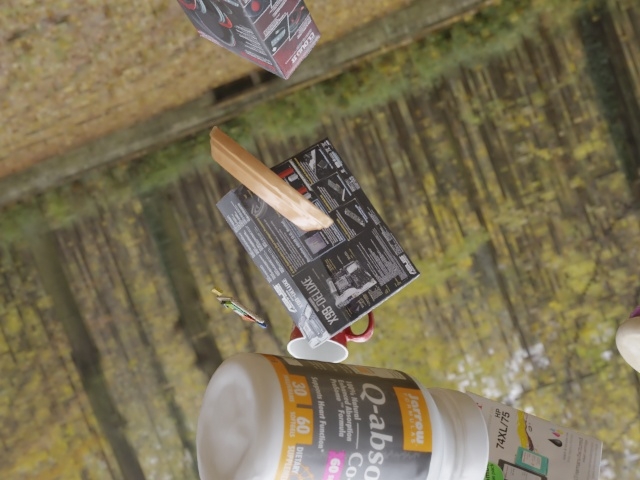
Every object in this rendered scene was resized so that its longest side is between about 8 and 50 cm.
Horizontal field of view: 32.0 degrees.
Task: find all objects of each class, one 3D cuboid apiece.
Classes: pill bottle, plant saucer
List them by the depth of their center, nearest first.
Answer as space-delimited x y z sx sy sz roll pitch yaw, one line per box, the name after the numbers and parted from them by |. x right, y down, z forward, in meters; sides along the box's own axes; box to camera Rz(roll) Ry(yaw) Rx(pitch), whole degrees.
0.026 0.207 1.157 0.278 0.162 0.162 10 168 -29 | pill bottle
-0.071 -0.074 1.462 0.037 0.200 0.200 -51 -175 1 | plant saucer

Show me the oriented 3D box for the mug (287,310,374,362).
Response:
0.021 0.135 2.093 0.150 0.169 0.113 12 149 -9 | mug

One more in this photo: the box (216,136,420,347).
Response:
0.000 0.000 1.971 0.242 0.307 0.076 -33 177 -36 | box

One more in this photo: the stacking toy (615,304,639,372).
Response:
0.583 0.059 1.713 0.330 0.141 0.141 -53 -160 -26 | stacking toy

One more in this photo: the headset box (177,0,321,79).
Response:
-0.140 -0.408 1.871 0.110 0.218 0.293 -53 152 -10 | headset box

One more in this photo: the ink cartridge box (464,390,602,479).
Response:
0.337 0.440 2.021 0.197 0.270 0.198 112 -2 -49 | ink cartridge box

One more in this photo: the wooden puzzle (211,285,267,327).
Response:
-0.129 0.109 1.761 0.014 0.116 0.078 -58 -165 -12 | wooden puzzle
